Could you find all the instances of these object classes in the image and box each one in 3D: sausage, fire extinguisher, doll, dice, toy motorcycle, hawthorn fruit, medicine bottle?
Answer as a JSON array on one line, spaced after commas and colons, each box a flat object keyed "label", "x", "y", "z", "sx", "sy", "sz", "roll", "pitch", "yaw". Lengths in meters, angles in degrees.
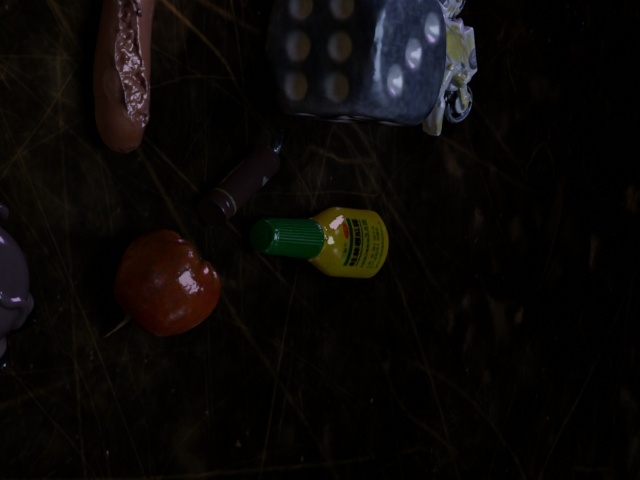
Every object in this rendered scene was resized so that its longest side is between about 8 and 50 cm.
[{"label": "sausage", "x": -0.210, "y": -0.250, "z": 1.721, "sx": 0.078, "sy": 0.078, "sz": 0.304, "roll": 11, "pitch": 87, "yaw": -54}, {"label": "fire extinguisher", "x": -0.093, "y": -0.075, "z": 1.931, "sx": 0.158, "sy": 0.043, "sz": 0.064, "roll": -46, "pitch": 159, "yaw": -41}, {"label": "doll", "x": -0.363, "y": 0.015, "z": 1.499, "sx": 0.257, "sy": 0.117, "sz": 0.182, "roll": 58, "pitch": 48, "yaw": -41}, {"label": "dice", "x": 0.046, "y": -0.242, "z": 1.985, "sx": 0.183, "sy": 0.181, "sz": 0.182, "roll": 4, "pitch": 90, "yaw": -57}, {"label": "toy motorcycle", "x": 0.168, "y": -0.264, "z": 2.247, "sx": 0.151, "sy": 0.074, "sz": 0.228, "roll": -29, "pitch": 126, "yaw": -40}, {"label": "hawthorn fruit", "x": -0.176, "y": 0.055, "z": 1.764, "sx": 0.140, "sy": 0.125, "sz": 0.125, "roll": -62, "pitch": 138, "yaw": -32}, {"label": "medicine bottle", "x": 0.000, "y": 0.000, "z": 2.052, "sx": 0.260, "sy": 0.064, "sz": 0.095, "roll": 5, "pitch": 90, "yaw": -54}]
